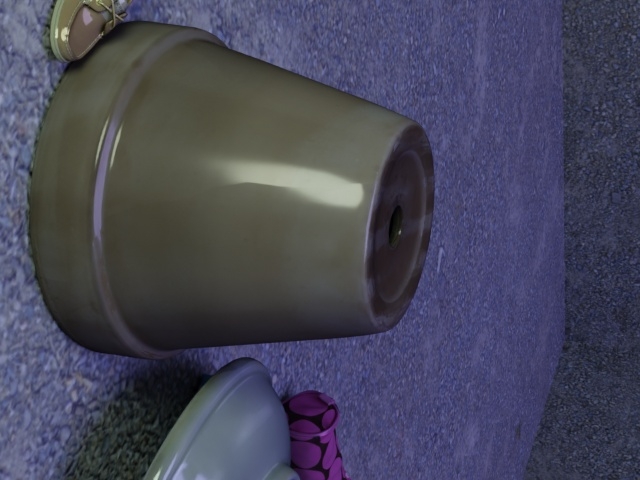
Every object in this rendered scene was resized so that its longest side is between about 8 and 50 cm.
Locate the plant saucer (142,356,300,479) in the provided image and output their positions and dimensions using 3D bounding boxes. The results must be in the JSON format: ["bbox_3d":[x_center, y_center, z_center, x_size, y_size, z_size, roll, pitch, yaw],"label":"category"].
[{"bbox_3d":[-0.107,0.324,1.158,0.400,0.101,0.400,20,90,-76],"label":"plant saucer"}]

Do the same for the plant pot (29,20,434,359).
[{"bbox_3d":[-0.055,-0.029,1.024,0.323,0.281,0.323,9,90,-69],"label":"plant pot"}]

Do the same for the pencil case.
[{"bbox_3d":[-0.003,0.298,1.530,0.098,0.095,0.209,-28,134,-21],"label":"pencil case"}]

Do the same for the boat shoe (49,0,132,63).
[{"bbox_3d":[-0.185,-0.205,0.946,0.050,0.045,0.135,66,38,-53],"label":"boat shoe"}]

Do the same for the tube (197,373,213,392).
[{"bbox_3d":[-0.139,0.253,1.239,0.080,0.052,0.207,34,71,-58],"label":"tube"}]
